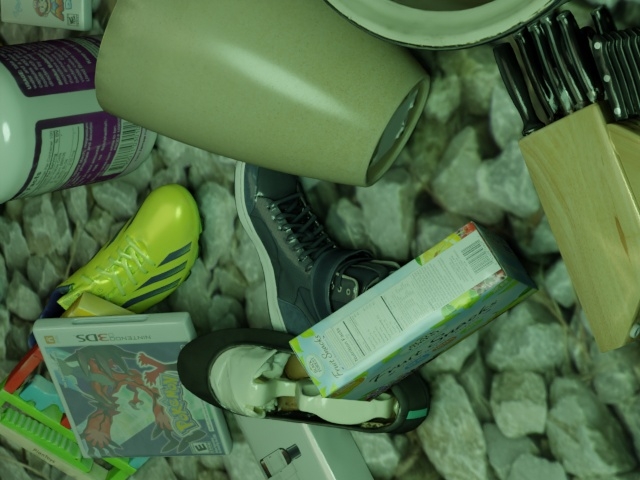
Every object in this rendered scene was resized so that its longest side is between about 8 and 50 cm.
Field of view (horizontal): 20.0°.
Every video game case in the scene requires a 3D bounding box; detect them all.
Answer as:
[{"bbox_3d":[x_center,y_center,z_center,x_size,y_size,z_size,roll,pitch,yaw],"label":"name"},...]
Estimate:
[{"bbox_3d":[-0.322,-0.328,2.121,0.143,0.019,0.157,11,107,37],"label":"video game case"},{"bbox_3d":[-0.209,0.166,2.039,0.183,0.023,0.201,-3,127,16],"label":"video game case"}]

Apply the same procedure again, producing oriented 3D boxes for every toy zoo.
[{"bbox_3d":[-0.246,0.170,2.091,0.192,0.030,0.293,33,128,-15],"label":"toy zoo"}]

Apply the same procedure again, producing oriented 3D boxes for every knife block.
[{"bbox_3d":[0.241,-0.069,1.677,0.242,0.088,0.276,30,118,31],"label":"knife block"}]

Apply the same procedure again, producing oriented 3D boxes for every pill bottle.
[{"bbox_3d":[-0.333,-0.130,1.989,0.169,0.301,0.169,10,106,37],"label":"pill bottle"}]

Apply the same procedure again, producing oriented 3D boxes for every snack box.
[{"bbox_3d":[0.092,0.071,1.725,0.207,0.174,0.070,-35,76,9],"label":"snack box"}]

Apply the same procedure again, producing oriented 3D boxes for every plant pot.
[{"bbox_3d":[-0.039,-0.172,1.802,0.274,0.256,0.256,31,119,13],"label":"plant pot"}]

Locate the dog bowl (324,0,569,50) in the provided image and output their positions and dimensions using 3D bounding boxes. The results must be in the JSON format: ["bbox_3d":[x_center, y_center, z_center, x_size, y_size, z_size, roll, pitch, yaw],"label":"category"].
[{"bbox_3d":[0.140,-0.380,1.650,0.408,0.150,0.408,9,105,38],"label":"dog bowl"}]

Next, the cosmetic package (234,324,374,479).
[{"bbox_3d":[-0.025,0.214,1.973,0.099,0.060,0.239,-36,77,37],"label":"cosmetic package"}]

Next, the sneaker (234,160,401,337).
[{"bbox_3d":[0.002,0.000,1.877,0.163,0.086,0.226,-2,108,50],"label":"sneaker"}]

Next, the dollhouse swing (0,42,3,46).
[{"bbox_3d":[-0.549,-0.108,2.265,0.347,0.315,0.305,44,152,23],"label":"dollhouse swing"}]

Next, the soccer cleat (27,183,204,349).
[{"bbox_3d":[-0.234,0.047,2.065,0.093,0.121,0.289,54,127,17],"label":"soccer cleat"}]

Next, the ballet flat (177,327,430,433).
[{"bbox_3d":[-0.027,0.146,1.877,0.280,0.096,0.095,6,99,15],"label":"ballet flat"}]
